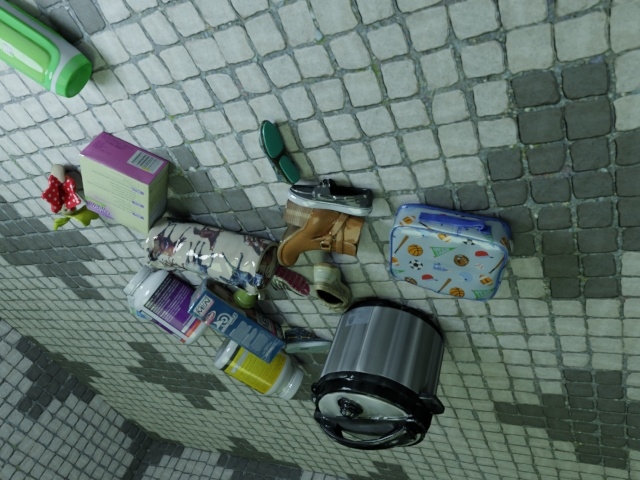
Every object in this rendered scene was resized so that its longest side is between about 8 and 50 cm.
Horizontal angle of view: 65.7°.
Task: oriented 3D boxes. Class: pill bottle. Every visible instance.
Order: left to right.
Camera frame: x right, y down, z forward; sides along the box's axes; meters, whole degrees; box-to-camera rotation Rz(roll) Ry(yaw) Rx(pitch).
[{"bbox_3d":[-0.564,0.235,1.859,0.323,0.181,0.181,39,138,-12],"label":"pill bottle"},{"bbox_3d":[-0.243,0.502,1.995,0.334,0.188,0.188,34,139,-11],"label":"pill bottle"}]

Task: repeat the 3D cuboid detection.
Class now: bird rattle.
[{"bbox_3d":[-0.823,-0.146,1.572,0.143,0.207,0.253,-20,158,-13],"label":"bird rattle"}]

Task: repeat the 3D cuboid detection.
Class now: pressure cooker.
[{"bbox_3d":[0.175,0.444,1.547,0.376,0.420,0.370,22,140,1],"label":"pressure cooker"}]

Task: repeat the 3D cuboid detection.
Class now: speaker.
[{"bbox_3d":[-0.720,-0.477,1.203,0.296,0.131,0.131,33,139,-10],"label":"speaker"}]

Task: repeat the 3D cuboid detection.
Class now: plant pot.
[{"bbox_3d":[-0.254,0.182,1.744,0.083,0.083,0.079,27,128,-4],"label":"plant pot"}]

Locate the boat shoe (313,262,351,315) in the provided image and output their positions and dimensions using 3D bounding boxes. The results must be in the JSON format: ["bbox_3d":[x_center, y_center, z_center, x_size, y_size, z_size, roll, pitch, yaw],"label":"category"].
[{"bbox_3d":[0.027,0.166,1.541,0.105,0.089,0.285,2,150,19],"label":"boat shoe"}]

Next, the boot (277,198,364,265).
[{"bbox_3d":[0.000,0.000,1.408,0.220,0.109,0.283,17,133,3],"label":"boot"}]

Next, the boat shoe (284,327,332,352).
[{"bbox_3d":[-0.046,0.370,1.858,0.183,0.083,0.065,2,143,-15],"label":"boat shoe"}]

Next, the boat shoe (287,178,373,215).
[{"bbox_3d":[0.025,-0.123,1.271,0.229,0.080,0.076,15,122,16],"label":"boat shoe"}]

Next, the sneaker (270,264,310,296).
[{"bbox_3d":[-0.114,0.138,1.633,0.170,0.063,0.075,29,140,2],"label":"sneaker"}]

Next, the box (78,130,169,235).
[{"bbox_3d":[-0.581,-0.165,1.484,0.214,0.117,0.243,24,139,0],"label":"box"}]

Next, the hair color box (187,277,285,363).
[{"bbox_3d":[-0.298,0.284,1.783,0.347,0.105,0.174,36,-178,-16],"label":"hair color box"}]

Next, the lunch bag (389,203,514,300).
[{"bbox_3d":[0.326,0.025,1.253,0.303,0.115,0.243,11,136,16],"label":"lunch bag"}]

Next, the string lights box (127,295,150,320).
[{"bbox_3d":[-0.653,0.281,2.040,0.260,0.076,0.133,20,139,5],"label":"string lights box"}]

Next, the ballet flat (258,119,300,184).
[{"bbox_3d":[-0.118,-0.216,1.246,0.070,0.070,0.188,-4,129,30],"label":"ballet flat"}]

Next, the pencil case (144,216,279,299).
[{"bbox_3d":[-0.341,0.049,1.549,0.410,0.183,0.160,13,170,11],"label":"pencil case"}]
